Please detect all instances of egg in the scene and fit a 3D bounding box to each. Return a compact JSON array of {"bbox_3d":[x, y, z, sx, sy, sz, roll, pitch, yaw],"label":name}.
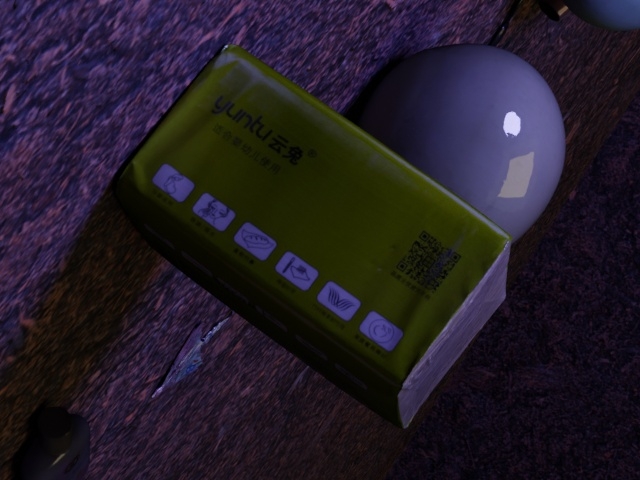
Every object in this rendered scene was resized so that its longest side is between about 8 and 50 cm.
[{"bbox_3d":[0.353,-0.330,2.137,0.168,0.168,0.231,-57,174,17],"label":"egg"},{"bbox_3d":[0.140,-0.088,1.900,0.219,0.219,0.269,-40,174,-47],"label":"egg"}]

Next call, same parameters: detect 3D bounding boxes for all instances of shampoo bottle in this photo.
[{"bbox_3d":[-0.243,0.197,1.685,0.080,0.040,0.165,-46,167,-25],"label":"shampoo bottle"}]

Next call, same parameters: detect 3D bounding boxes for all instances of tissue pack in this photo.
[{"bbox_3d":[0.000,0.000,1.470,0.167,0.275,0.200,-51,168,-10],"label":"tissue pack"}]

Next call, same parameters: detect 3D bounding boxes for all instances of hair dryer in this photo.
[{"bbox_3d":[0.324,-0.317,2.373,0.106,0.054,0.154,-47,172,-6],"label":"hair dryer"}]

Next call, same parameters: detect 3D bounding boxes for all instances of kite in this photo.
[{"bbox_3d":[-0.129,0.114,1.966,0.156,0.011,0.139,-47,169,-24],"label":"kite"}]

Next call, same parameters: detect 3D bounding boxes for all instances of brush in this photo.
[{"bbox_3d":[0.227,-0.265,2.230,0.024,0.008,0.083,-31,156,-53],"label":"brush"}]
